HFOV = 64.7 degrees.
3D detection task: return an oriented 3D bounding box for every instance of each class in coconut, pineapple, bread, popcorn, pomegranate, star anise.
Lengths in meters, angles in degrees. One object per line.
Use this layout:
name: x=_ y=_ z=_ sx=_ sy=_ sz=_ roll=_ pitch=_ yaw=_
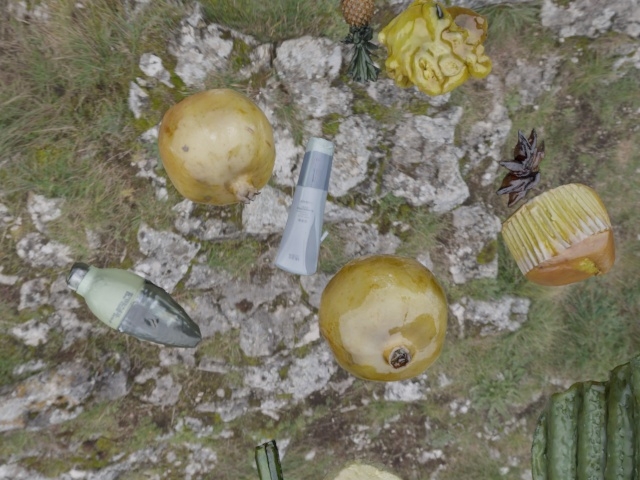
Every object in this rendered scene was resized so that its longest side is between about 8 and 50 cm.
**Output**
coconut: x=0.083 y=0.635 z=1.135 sx=0.239 sy=0.239 sz=0.244 roll=4 pitch=132 yaw=-8
pineapple: x=0.130 y=-0.637 z=1.577 sx=0.130 sy=0.119 sz=0.278 roll=-12 pitch=118 yaw=-10
bread: x=0.513 y=0.005 z=1.050 sx=0.204 sy=0.156 sz=0.288 roll=-34 pitch=152 yaw=24
popcorn: x=0.329 y=-0.573 z=1.463 sx=0.315 sy=0.281 sz=0.298 roll=-16 pitch=75 yaw=1
pomegranate: x=0.102 y=0.126 z=0.846 sx=0.232 sy=0.233 sz=0.233 roll=-2 pitch=106 yaw=-6
star anise: x=0.650 y=-0.222 z=1.584 sx=0.271 sy=0.102 sz=0.272 roll=-24 pitch=128 yaw=-35
pomegranate: x=-0.268 y=-0.238 z=1.374 sx=0.342 sy=0.342 sz=0.343 roll=-2 pitch=106 yaw=-6

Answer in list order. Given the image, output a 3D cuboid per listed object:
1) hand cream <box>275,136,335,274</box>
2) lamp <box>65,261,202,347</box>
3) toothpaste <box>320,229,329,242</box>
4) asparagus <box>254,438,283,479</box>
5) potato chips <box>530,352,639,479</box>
hand cream: x=-0.024 y=-0.062 z=0.947 sx=0.079 sy=0.048 sz=0.256 roll=13 pitch=95 yaw=11
lamp: x=-0.316 y=0.113 z=0.870 sx=0.250 sy=0.101 sz=0.101 roll=31 pitch=100 yaw=-14
toothpaste: x=0.000 y=0.000 z=1.715 sx=0.015 sy=0.024 sz=0.083 roll=35 pitch=116 yaw=-7
asparagus: x=-0.016 y=0.286 z=0.418 sx=0.022 sy=0.023 sz=0.233 roll=-21 pitch=66 yaw=1
potato chips: x=0.353 y=0.336 z=0.577 sx=0.070 sy=0.358 sz=0.430 roll=15 pitch=66 yaw=-1
